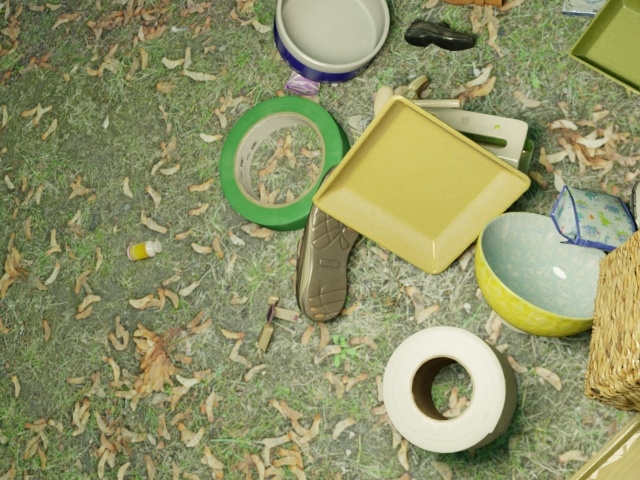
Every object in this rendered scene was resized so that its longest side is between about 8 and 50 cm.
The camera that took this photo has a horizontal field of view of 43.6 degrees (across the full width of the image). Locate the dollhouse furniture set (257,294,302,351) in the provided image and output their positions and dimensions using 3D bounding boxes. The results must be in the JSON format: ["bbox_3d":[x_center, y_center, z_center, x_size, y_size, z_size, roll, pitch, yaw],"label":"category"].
[{"bbox_3d":[-0.096,0.201,1.878,0.081,0.091,0.114,16,110,-15],"label":"dollhouse furniture set"}]

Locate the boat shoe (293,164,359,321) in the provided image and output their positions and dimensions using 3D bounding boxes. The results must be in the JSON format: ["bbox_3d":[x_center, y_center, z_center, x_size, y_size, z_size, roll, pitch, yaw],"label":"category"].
[{"bbox_3d":[0.000,0.000,1.802,0.130,0.132,0.355,14,90,61],"label":"boat shoe"}]

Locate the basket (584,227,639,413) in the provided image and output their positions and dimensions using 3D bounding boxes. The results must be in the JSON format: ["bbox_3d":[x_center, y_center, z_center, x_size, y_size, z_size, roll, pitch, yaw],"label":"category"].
[{"bbox_3d":[0.600,0.138,1.351,0.213,0.223,0.299,17,64,-1],"label":"basket"}]

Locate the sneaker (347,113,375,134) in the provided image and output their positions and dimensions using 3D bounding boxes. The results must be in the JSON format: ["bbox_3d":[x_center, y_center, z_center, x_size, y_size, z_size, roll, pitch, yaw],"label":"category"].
[{"bbox_3d":[0.120,-0.273,1.875,0.135,0.058,0.052,19,85,25],"label":"sneaker"}]

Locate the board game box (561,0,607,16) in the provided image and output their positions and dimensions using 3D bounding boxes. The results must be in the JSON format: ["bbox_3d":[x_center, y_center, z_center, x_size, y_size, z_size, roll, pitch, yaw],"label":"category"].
[{"bbox_3d":[0.590,-0.541,1.769,0.090,0.020,0.090,13,83,24],"label":"board game box"}]

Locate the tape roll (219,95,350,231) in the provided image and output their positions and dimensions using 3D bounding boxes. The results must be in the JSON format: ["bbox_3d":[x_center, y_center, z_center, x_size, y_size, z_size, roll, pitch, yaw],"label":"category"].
[{"bbox_3d":[-0.087,-0.185,1.928,0.321,0.077,0.321,-5,77,21],"label":"tape roll"}]

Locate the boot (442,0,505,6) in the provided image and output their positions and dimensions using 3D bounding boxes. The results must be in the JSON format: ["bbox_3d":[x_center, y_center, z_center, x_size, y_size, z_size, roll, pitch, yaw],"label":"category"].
[{"bbox_3d":[0.360,-0.679,1.844,0.220,0.109,0.283,18,87,26],"label":"boot"}]

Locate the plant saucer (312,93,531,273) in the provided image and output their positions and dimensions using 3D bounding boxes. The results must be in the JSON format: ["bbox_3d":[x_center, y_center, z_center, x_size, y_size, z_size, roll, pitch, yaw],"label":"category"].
[{"bbox_3d":[0.205,-0.121,1.662,0.333,0.081,0.332,30,130,-11],"label":"plant saucer"}]

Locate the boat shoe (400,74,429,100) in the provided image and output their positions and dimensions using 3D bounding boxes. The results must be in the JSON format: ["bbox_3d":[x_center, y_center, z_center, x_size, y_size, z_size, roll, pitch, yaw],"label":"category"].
[{"bbox_3d":[0.208,-0.324,1.860,0.135,0.050,0.045,-47,68,17],"label":"boat shoe"}]

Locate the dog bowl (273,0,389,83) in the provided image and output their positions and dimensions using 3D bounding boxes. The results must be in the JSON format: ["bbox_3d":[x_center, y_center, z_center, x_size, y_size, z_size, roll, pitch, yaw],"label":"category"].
[{"bbox_3d":[0.022,-0.508,1.881,0.265,0.104,0.265,2,78,-9],"label":"dog bowl"}]

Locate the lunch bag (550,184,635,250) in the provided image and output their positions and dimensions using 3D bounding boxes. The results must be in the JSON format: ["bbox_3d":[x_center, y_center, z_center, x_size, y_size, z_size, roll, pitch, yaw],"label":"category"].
[{"bbox_3d":[0.539,-0.028,1.574,0.129,0.151,0.096,9,122,-8],"label":"lunch bag"}]

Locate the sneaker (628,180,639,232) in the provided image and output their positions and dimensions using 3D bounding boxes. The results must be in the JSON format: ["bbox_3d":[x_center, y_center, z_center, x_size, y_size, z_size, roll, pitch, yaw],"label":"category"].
[{"bbox_3d":[0.674,0.024,1.558,0.129,0.111,0.297,0,79,15],"label":"sneaker"}]

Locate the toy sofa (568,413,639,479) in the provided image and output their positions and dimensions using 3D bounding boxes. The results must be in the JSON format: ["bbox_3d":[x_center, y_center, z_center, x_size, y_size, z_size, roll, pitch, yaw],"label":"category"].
[{"bbox_3d":[0.624,0.416,1.478,0.362,0.177,0.150,-47,41,6],"label":"toy sofa"}]

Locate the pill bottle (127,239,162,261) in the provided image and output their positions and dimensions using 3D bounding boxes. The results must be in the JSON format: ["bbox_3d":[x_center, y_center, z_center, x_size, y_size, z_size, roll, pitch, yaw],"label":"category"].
[{"bbox_3d":[-0.448,0.025,2.042,0.083,0.043,0.043,-13,73,19],"label":"pill bottle"}]

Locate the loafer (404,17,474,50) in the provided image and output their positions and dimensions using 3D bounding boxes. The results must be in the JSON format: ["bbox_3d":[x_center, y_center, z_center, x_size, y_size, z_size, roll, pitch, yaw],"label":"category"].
[{"bbox_3d":[0.280,-0.483,1.860,0.170,0.062,0.061,16,79,23],"label":"loafer"}]

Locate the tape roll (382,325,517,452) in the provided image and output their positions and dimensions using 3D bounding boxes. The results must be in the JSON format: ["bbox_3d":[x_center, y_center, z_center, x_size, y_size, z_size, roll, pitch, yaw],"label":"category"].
[{"bbox_3d":[0.265,0.303,1.620,0.246,0.169,0.246,-6,75,21],"label":"tape roll"}]

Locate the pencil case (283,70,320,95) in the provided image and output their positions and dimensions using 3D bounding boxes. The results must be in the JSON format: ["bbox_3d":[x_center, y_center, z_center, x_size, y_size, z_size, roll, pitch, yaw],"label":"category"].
[{"bbox_3d":[-0.030,-0.458,1.962,0.088,0.086,0.206,11,78,-13],"label":"pencil case"}]

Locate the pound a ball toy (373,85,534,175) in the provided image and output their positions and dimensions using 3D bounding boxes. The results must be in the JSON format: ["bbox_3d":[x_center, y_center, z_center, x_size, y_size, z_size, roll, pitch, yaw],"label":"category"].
[{"bbox_3d":[0.277,-0.213,1.715,0.319,0.208,0.135,14,83,24],"label":"pound a ball toy"}]

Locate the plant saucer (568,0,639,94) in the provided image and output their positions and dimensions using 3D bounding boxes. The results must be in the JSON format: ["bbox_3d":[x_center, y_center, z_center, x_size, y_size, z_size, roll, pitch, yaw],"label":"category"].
[{"bbox_3d":[0.660,-0.418,1.698,0.188,0.045,0.188,38,93,25],"label":"plant saucer"}]

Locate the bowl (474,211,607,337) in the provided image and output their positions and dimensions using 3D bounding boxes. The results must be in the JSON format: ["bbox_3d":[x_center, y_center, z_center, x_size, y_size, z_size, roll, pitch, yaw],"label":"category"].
[{"bbox_3d":[0.426,0.095,1.594,0.289,0.289,0.156,42,138,25],"label":"bowl"}]

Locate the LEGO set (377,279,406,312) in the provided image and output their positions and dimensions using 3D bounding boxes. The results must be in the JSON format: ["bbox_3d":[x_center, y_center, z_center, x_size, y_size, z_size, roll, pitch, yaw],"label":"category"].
[{"bbox_3d":[0.160,0.129,1.788,0.083,0.023,0.054,-39,68,-5],"label":"LEGO set"}]
